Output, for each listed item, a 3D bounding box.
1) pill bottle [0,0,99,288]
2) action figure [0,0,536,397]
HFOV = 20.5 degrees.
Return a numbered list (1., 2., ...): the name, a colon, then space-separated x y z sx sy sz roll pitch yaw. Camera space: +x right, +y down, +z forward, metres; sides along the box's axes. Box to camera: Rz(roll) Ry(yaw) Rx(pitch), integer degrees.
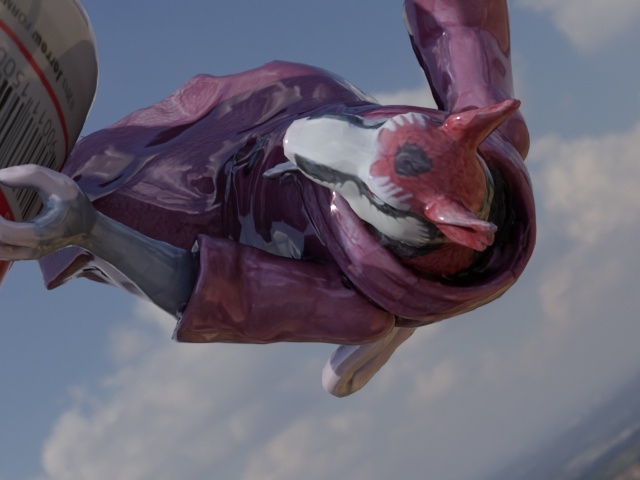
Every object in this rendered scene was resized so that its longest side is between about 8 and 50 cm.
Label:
1. pill bottle: -0.269 0.037 0.722 0.408 0.229 0.229 -67 8 -29
2. action figure: 0.000 0.000 0.794 0.248 0.276 0.370 -44 18 -14
